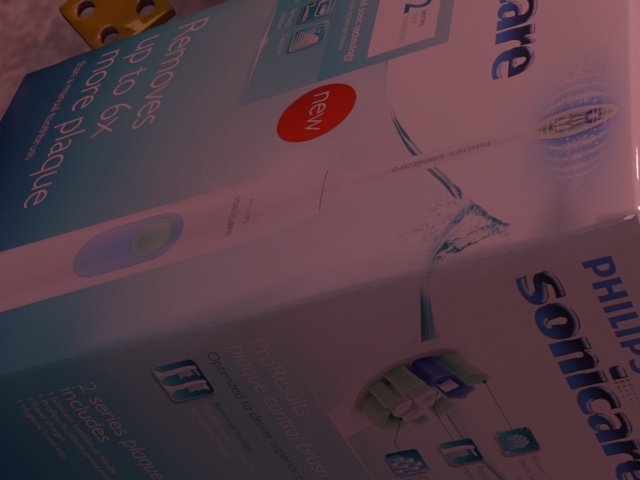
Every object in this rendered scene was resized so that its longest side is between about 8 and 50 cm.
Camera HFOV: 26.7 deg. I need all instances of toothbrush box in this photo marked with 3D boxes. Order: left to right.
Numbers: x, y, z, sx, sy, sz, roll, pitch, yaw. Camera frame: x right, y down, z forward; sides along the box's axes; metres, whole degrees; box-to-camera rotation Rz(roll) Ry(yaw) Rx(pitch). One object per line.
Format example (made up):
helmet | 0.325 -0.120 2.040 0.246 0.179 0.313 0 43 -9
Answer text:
toothbrush box | 0.000 0.000 0.524 0.295 0.126 0.216 -14 38 24

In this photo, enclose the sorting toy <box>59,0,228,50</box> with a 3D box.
sorting toy | -0.001 -0.094 0.702 0.274 0.046 0.132 23 72 19
